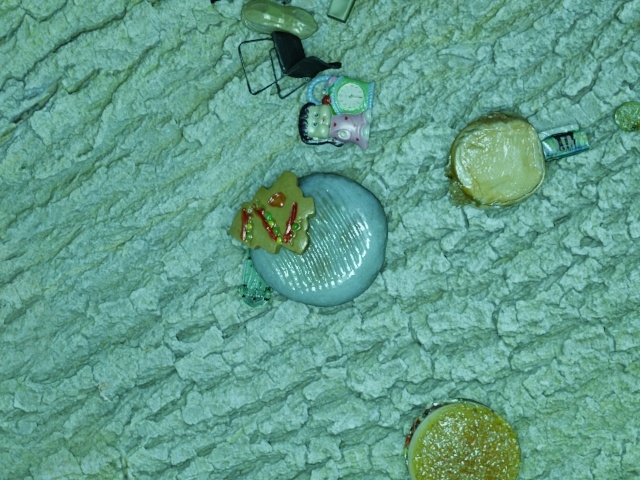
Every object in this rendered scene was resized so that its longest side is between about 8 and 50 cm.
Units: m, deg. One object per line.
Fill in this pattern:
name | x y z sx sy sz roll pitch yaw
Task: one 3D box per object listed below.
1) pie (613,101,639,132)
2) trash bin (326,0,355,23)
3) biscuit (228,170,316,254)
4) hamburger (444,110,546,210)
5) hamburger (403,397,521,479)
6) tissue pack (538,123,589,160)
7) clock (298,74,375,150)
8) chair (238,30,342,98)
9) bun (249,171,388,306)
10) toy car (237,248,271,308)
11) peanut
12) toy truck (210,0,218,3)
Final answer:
pie | 0.799 -0.320 1.712 0.085 0.017 0.085 0 93 7
trash bin | 0.059 -0.636 1.774 0.061 0.043 0.092 22 95 5
biscuit | -0.122 -0.052 1.617 0.238 0.041 0.212 -17 77 18
hamburger | 0.441 -0.191 1.689 0.243 0.146 0.286 32 100 2
hamburger | 0.364 0.549 1.702 0.302 0.170 0.302 0 92 6
tissue pack | 0.616 -0.251 1.700 0.111 0.085 0.079 -14 89 7
clock | 0.042 -0.341 1.757 0.195 0.100 0.194 5 87 4
chair | -0.074 -0.468 1.699 0.221 0.140 0.145 -15 88 34
bun | 0.000 0.000 1.708 0.361 0.211 0.362 0 87 9
toy car | -0.169 0.095 1.808 0.093 0.058 0.186 7 80 7
peanut | -0.111 -0.589 1.767 0.214 0.098 0.090 12 80 4
toy truck | -0.282 -0.778 1.773 0.127 0.127 0.257 -3 92 -8
